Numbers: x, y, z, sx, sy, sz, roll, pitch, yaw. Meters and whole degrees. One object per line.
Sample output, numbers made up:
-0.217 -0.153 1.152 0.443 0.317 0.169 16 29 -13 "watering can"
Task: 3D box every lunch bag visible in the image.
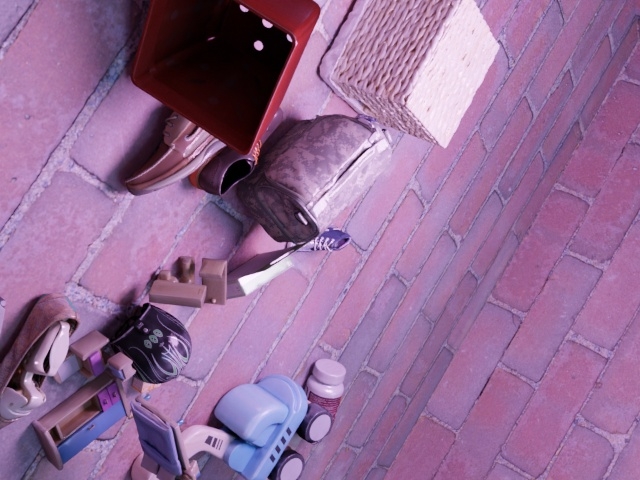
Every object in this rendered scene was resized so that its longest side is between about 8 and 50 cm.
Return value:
0.000 -0.147 1.847 0.305 0.256 0.213 -46 116 -23 "lunch bag"

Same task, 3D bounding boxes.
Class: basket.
0.228 -0.448 1.992 0.331 0.266 0.328 -60 150 0 "basket"

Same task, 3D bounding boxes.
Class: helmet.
-0.360 0.233 1.743 0.161 0.169 0.169 47 68 -14 "helmet"

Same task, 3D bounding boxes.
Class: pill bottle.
0.005 0.495 2.530 0.121 0.121 0.221 -11 123 -52 "pill bottle"

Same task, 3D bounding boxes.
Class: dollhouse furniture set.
-0.293 0.129 1.785 0.151 0.143 0.123 -82 178 -57 "dollhouse furniture set"
-0.421 0.402 1.653 0.198 0.303 0.287 -39 142 -35 "dollhouse furniture set"

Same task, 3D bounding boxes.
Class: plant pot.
-0.149 -0.369 1.474 0.236 0.267 0.267 -52 174 -50 "plant pot"

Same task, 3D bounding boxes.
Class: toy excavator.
-0.243 0.529 2.154 0.433 0.222 0.445 -57 135 -8 "toy excavator"

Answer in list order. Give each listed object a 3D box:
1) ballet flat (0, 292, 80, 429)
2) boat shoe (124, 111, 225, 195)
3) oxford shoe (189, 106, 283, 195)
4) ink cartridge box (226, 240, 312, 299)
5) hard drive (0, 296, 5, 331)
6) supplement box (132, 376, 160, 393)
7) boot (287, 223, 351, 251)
-0.557 0.252 1.526 0.107 0.106 0.316 23 94 -60 "ballet flat"
-0.267 -0.210 1.611 0.324 0.123 0.116 -39 109 -19 "boat shoe"
-0.161 -0.197 1.762 0.271 0.098 0.097 -49 147 -17 "oxford shoe"
-0.130 0.072 1.913 0.171 0.235 0.056 -33 103 -38 "ink cartridge box"
-0.687 0.257 1.381 0.236 0.064 0.339 -6 117 -55 "hard drive"
-0.397 0.300 1.866 0.062 0.036 0.099 -13 124 -52 "supplement box"
0.000 0.000 2.171 0.190 0.086 0.069 -24 133 -46 "boot"
